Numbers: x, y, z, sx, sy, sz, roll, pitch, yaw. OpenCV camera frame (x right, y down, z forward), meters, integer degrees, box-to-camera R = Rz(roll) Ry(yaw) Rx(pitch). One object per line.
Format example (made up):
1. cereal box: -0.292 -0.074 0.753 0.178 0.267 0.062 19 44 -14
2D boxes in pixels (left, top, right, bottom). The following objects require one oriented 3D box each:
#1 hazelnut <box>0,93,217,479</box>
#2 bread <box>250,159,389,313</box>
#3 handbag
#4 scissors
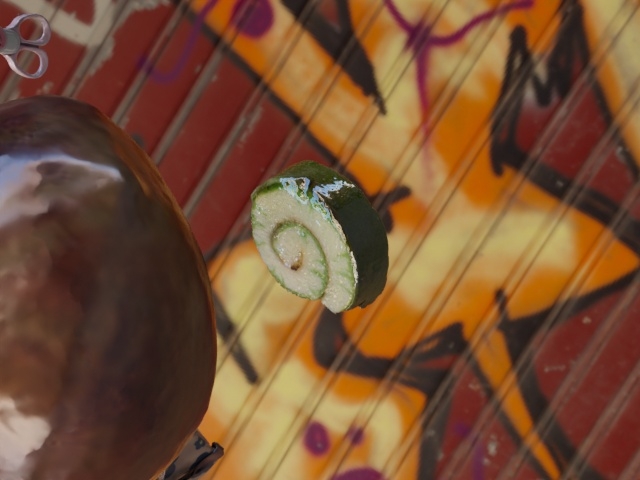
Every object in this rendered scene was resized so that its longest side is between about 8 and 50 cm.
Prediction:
1. hazelnut: -0.278 0.064 0.951 0.421 0.353 0.420 180 90 -64
2. bread: 0.000 0.000 2.289 0.129 0.381 0.366 -31 -6 -35
3. handbag: -0.302 0.363 1.718 0.193 0.190 0.251 -36 -30 -4
4. scissors: -0.582 -0.355 1.728 0.242 0.031 0.118 -5 -76 -55
